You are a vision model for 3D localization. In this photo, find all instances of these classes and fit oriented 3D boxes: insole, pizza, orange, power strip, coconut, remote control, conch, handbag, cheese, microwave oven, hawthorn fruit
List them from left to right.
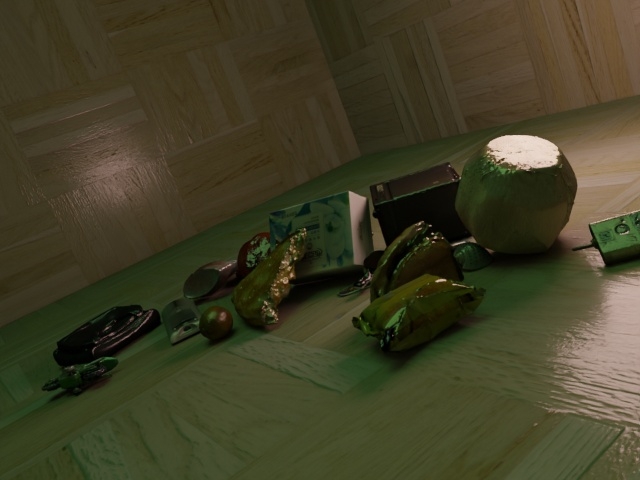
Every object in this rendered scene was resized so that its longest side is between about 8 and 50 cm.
[{"bbox_3d":[-0.656,0.289,1.795,0.244,0.088,0.275,-7,18,37],"label":"handbag"},{"bbox_3d":[-0.411,0.223,1.719,0.110,0.055,0.313,-25,13,-16],"label":"remote control"},{"bbox_3d":[-0.266,0.210,1.477,0.085,0.085,0.095,-16,12,22],"label":"orange"},{"bbox_3d":[-0.164,0.069,1.761,0.174,0.173,0.179,-24,43,-13],"label":"hawthorn fruit"},{"bbox_3d":[-0.111,0.094,1.511,0.287,0.075,0.280,-53,24,-1],"label":"pizza"},{"bbox_3d":[0.133,0.076,1.449,0.086,0.036,0.162,9,31,35],"label":"cheese"},{"bbox_3d":[0.134,0.102,1.447,0.197,0.004,0.065,-19,13,9],"label":"insole"},{"bbox_3d":[0.271,-0.075,1.568,0.248,0.188,0.178,-16,19,8],"label":"microwave oven"},{"bbox_3d":[0.339,0.032,1.299,0.085,0.056,0.076,-25,26,-14],"label":"conch"},{"bbox_3d":[0.418,-0.083,1.260,0.245,0.247,0.244,-2,37,2],"label":"coconut"},{"bbox_3d":[0.595,-0.019,1.055,0.268,0.034,0.092,-17,44,18],"label":"power strip"}]

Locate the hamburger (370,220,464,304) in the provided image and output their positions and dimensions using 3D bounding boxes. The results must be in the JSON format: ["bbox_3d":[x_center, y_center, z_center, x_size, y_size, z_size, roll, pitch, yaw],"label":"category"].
[{"bbox_3d":[0.171,0.070,1.223,0.208,0.155,0.135,-33,11,-17],"label":"hamburger"}]

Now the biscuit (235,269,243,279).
[{"bbox_3d":[-0.149,0.067,1.963,0.291,0.041,0.208,-22,9,9],"label":"biscuit"}]

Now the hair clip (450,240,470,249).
[{"bbox_3d":[0.266,0.042,1.413,0.229,0.036,0.066,-26,7,-19],"label":"hair clip"}]

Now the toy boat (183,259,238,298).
[{"bbox_3d":[-0.333,0.114,1.982,0.206,0.096,0.282,-36,-7,18],"label":"toy boat"}]

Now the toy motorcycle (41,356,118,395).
[{"bbox_3d":[-0.629,0.353,1.523,0.190,0.074,0.106,-18,5,16],"label":"toy motorcycle"}]

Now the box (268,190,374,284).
[{"bbox_3d":[-0.001,0.000,1.596,0.274,0.202,0.116,-13,-16,32],"label":"box"}]

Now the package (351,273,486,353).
[{"bbox_3d":[0.177,0.130,1.071,0.226,0.090,0.168,-27,17,-13],"label":"package"}]
